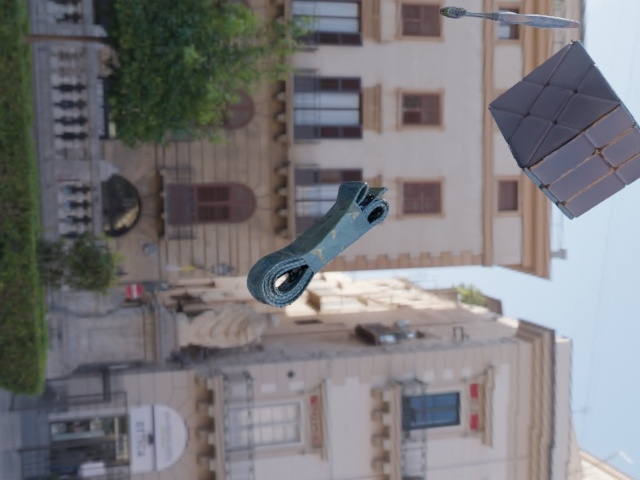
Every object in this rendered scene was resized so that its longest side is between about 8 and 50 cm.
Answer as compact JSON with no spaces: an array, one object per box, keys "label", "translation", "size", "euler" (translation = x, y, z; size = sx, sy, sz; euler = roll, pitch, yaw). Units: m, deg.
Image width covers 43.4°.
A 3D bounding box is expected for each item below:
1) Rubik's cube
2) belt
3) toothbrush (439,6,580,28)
[{"label":"Rubik's cube","translation":[0.514,-0.222,1.638],"size":[0.221,0.224,0.231],"euler":[-36,-137,22]},{"label":"belt","translation":[0.000,0.000,1.381],"size":[0.087,0.302,0.072],"euler":[54,-23,-16]},{"label":"toothbrush","translation":[0.445,-0.514,1.864],"size":[0.037,0.375,0.028],"euler":[-151,-118,-66]}]
